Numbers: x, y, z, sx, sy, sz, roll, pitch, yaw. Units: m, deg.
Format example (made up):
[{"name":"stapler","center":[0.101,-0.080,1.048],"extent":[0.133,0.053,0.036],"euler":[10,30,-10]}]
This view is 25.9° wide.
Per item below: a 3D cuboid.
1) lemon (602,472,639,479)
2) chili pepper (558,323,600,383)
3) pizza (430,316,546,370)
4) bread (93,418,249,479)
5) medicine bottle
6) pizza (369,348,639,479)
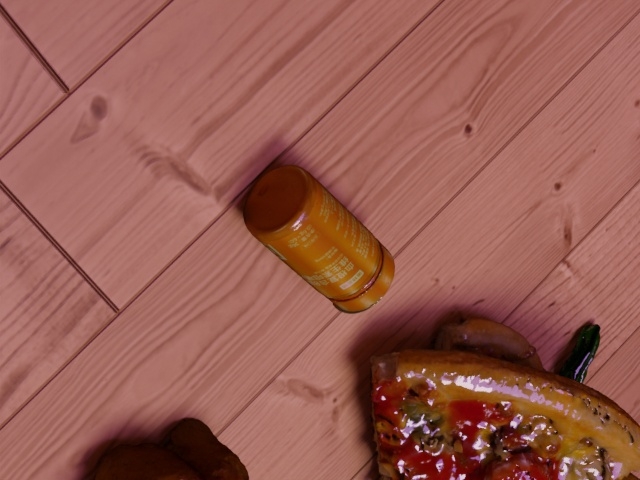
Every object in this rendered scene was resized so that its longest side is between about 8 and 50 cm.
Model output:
[{"name":"lemon","center":[0.401,0.468,2.078],"extent":[0.293,0.293,0.293],"euler":[-19,125,-30]},{"name":"chili pepper","center":[0.380,0.213,2.070],"extent":[0.073,0.050,0.182],"euler":[-7,116,-28]},{"name":"pizza","center":[0.224,0.238,1.934],"extent":[0.226,0.086,0.335],"euler":[-43,135,-12]},{"name":"bread","center":[-0.176,0.350,1.621],"extent":[0.232,0.135,0.247],"euler":[-15,108,-39]},{"name":"medicine bottle","center":[0.000,0.000,1.606],"extent":[0.096,0.096,0.192],"euler":[-51,135,-4]},{"name":"pizza","center":[0.204,0.337,1.860],"extent":[0.439,0.130,0.406],"euler":[19,116,-21]}]
